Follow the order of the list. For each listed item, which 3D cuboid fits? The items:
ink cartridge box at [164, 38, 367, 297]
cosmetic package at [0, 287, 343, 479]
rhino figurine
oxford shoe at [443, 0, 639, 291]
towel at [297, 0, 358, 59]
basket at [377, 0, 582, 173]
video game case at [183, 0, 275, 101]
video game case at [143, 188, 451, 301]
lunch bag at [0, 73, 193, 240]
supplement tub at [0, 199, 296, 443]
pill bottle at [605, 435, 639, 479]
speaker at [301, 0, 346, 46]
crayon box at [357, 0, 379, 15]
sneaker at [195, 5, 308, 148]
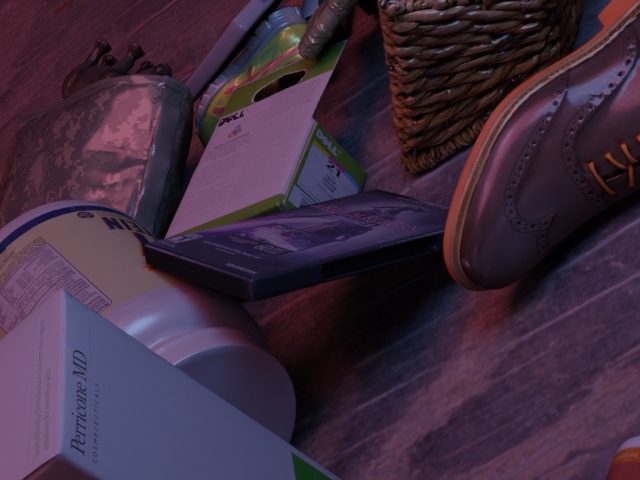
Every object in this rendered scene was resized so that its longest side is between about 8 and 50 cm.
[{"bbox_3d":[-0.043,-0.078,1.869,0.189,0.097,0.255,-20,37,40],"label":"ink cartridge box"},{"bbox_3d":[-0.127,0.230,1.402,0.155,0.365,0.197,-37,35,21],"label":"cosmetic package"},{"bbox_3d":[-0.265,-0.205,2.294,0.243,0.073,0.106,14,65,54],"label":"rhino figurine"},{"bbox_3d":[0.249,-0.092,1.492,0.363,0.130,0.133,-51,38,0],"label":"oxford shoe"},{"bbox_3d":[0.016,-0.260,1.895,0.110,0.027,0.148,-52,10,26],"label":"towel"},{"bbox_3d":[0.164,-0.251,1.786,0.213,0.223,0.299,-8,42,4],"label":"basket"},{"bbox_3d":[-0.090,-0.254,2.051,0.193,0.023,0.212,-52,5,-38],"label":"video game case"},{"bbox_3d":[0.000,0.000,1.622,0.274,0.026,0.196,-15,17,-31],"label":"video game case"},{"bbox_3d":[-0.254,-0.050,2.017,0.287,0.169,0.235,-15,56,50],"label":"lunch bag"},{"bbox_3d":[-0.194,0.120,1.695,0.235,0.235,0.325,-52,43,-2],"label":"supplement tub"},{"bbox_3d":[0.226,0.251,1.172,0.121,0.121,0.216,-2,56,51],"label":"pill bottle"},{"bbox_3d":[0.008,-0.296,2.062,0.055,0.055,0.136,-26,39,34],"label":"speaker"},{"bbox_3d":[0.138,-0.483,2.042,0.313,0.106,0.363,-32,37,25],"label":"crayon box"},{"bbox_3d":[-0.068,-0.169,2.009,0.094,0.081,0.208,49,121,19],"label":"sneaker"}]
